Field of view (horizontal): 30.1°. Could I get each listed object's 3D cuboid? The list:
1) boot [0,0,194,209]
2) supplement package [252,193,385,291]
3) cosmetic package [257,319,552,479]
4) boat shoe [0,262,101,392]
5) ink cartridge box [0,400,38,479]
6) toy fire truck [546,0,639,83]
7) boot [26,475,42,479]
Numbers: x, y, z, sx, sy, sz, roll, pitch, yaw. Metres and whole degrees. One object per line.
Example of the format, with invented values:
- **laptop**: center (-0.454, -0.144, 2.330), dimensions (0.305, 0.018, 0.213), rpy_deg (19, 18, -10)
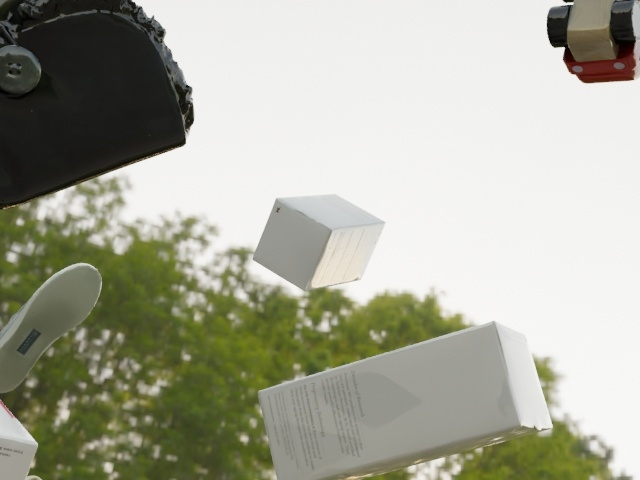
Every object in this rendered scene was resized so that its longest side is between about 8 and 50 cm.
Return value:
- **boot**: center (-0.154, -0.027, 0.596), dimensions (0.207, 0.247, 0.094), rpy_deg (-21, -13, -19)
- **supplement package**: center (0.000, 0.000, 1.779), dimensions (0.105, 0.179, 0.105), rpy_deg (31, -72, 25)
- **cosmetic package**: center (0.123, 0.245, 1.708), dimensions (0.365, 0.155, 0.197), rpy_deg (-19, -17, 17)
- **boat shoe**: center (-0.410, 0.117, 1.720), dimensions (0.227, 0.081, 0.079), rpy_deg (-49, -63, -5)
- **ink cartridge box**: center (-0.414, 0.292, 1.293), dimensions (0.100, 0.237, 0.172), rpy_deg (20, 2, -33)
- **toy fire truck**: center (0.405, -0.297, 1.683), dimensions (0.158, 0.217, 0.246), rpy_deg (0, -31, 31)
- **boot**: center (-0.397, 0.361, 1.492), dimensions (0.059, 0.158, 0.084), rpy_deg (38, -59, -12)
